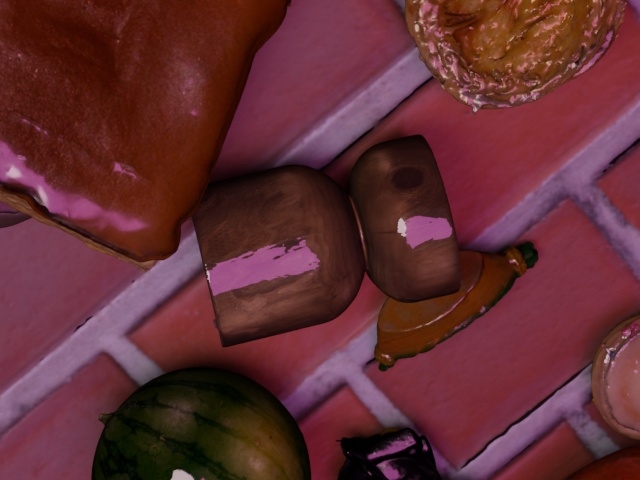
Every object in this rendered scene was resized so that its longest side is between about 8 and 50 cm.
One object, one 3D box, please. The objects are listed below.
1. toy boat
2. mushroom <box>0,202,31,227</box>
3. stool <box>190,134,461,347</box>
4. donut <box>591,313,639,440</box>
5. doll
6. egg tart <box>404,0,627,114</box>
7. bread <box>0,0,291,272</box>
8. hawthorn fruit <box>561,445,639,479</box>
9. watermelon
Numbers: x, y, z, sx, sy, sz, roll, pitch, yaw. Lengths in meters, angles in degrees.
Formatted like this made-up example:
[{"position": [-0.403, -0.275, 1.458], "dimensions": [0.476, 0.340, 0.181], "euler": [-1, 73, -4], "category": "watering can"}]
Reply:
[{"position": [0.148, 0.069, 1.729], "dimensions": [0.229, 0.089, 0.088], "euler": [-36, 148, 5], "category": "toy boat"}, {"position": [-0.370, -0.085, 1.570], "dimensions": [0.188, 0.141, 0.117], "euler": [41, 135, -15], "category": "mushroom"}, {"position": [0.000, 0.000, 1.622], "dimensions": [0.264, 0.179, 0.179], "euler": [-13, 110, -5], "category": "stool"}, {"position": [0.399, 0.157, 1.801], "dimensions": [0.175, 0.068, 0.174], "euler": [-4, 110, -10], "category": "donut"}, {"position": [0.107, 0.300, 1.798], "dimensions": [0.249, 0.088, 0.127], "euler": [34, 80, -27], "category": "doll"}, {"position": [0.205, -0.258, 1.617], "dimensions": [0.232, 0.098, 0.252], "euler": [27, 98, -10], "category": "egg tart"}, {"position": [-0.233, -0.179, 1.492], "dimensions": [0.324, 0.143, 0.333], "euler": [26, 79, -17], "category": "bread"}, {"position": [0.377, 0.334, 1.771], "dimensions": [0.211, 0.211, 0.299], "euler": [29, 119, -17], "category": "hawthorn fruit"}, {"position": [-0.131, 0.258, 1.658], "dimensions": [0.242, 0.242, 0.242], "euler": [-3, 109, -8], "category": "watermelon"}]
